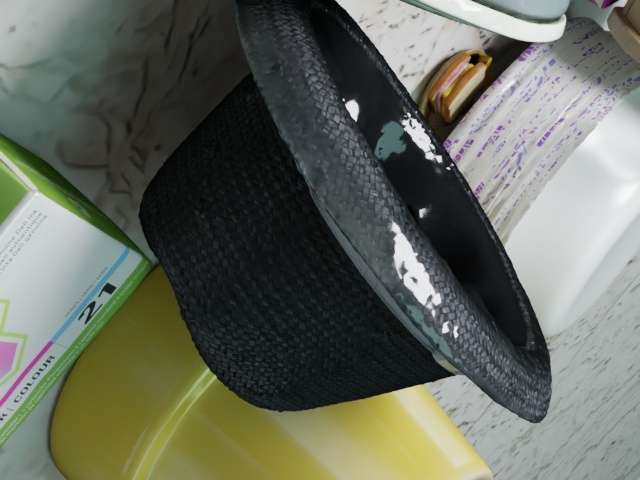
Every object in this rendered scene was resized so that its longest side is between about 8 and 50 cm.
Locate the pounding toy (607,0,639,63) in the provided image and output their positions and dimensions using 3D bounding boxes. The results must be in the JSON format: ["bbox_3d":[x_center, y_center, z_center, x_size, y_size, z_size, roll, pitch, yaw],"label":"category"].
[{"bbox_3d":[0.297,-0.146,1.111,0.269,0.154,0.155,-52,171,-53],"label":"pounding toy"}]

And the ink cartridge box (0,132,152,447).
[{"bbox_3d":[-0.216,0.023,0.655,0.189,0.097,0.255,-50,158,0],"label":"ink cartridge box"}]

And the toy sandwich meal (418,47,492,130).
[{"bbox_3d":[0.109,-0.114,1.115,0.085,0.029,0.086,-40,154,-23],"label":"toy sandwich meal"}]

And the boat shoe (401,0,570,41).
[{"bbox_3d":[0.029,-0.177,0.716,0.319,0.116,0.099,12,104,-42],"label":"boat shoe"}]

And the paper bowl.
[{"bbox_3d":[0.194,-0.033,1.203,0.284,0.148,0.284,-45,162,-19],"label":"paper bowl"}]

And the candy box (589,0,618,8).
[{"bbox_3d":[0.284,-0.292,1.111,0.233,0.071,0.159,-32,151,-37],"label":"candy box"}]

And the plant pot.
[{"bbox_3d":[-0.020,0.149,1.016,0.254,0.239,0.254,-39,155,-22],"label":"plant pot"}]

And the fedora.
[{"bbox_3d":[0.000,0.000,0.831,0.152,0.334,0.334,-31,160,13],"label":"fedora"}]
